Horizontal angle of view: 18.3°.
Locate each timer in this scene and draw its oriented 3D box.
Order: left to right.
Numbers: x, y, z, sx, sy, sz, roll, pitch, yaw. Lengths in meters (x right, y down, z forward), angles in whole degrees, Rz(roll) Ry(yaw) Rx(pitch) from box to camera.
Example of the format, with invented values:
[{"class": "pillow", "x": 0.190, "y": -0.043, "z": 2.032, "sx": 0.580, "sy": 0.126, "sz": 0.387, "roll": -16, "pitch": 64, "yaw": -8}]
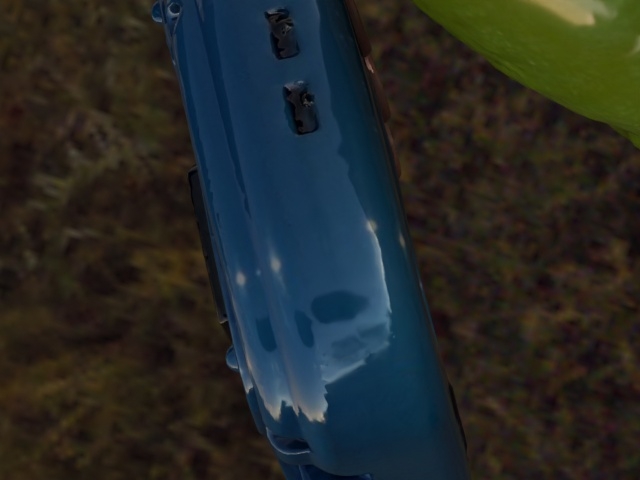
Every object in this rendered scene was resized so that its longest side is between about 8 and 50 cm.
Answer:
[{"class": "timer", "x": 0.000, "y": 0.000, "z": 1.102, "sx": 0.115, "sy": 0.340, "sz": 0.309, "roll": -16, "pitch": 66, "yaw": 2}]

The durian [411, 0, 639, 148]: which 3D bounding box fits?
[{"class": "durian", "x": 0.118, "y": -0.186, "z": 0.838, "sx": 0.256, "sy": 0.340, "sz": 0.204, "roll": -54, "pitch": 11, "yaw": 37}]
